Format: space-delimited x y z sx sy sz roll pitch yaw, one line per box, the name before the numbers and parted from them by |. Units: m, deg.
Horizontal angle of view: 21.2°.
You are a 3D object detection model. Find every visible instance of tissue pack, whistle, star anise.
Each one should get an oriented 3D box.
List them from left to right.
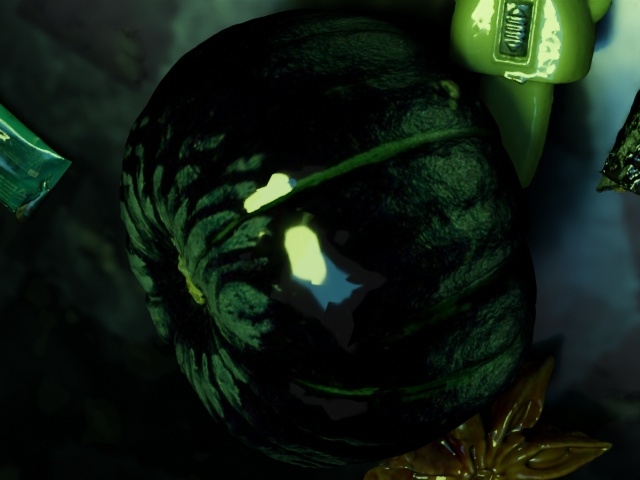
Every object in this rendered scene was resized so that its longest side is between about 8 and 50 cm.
tissue pack | -0.304 -0.087 1.574 0.138 0.028 0.085 40 117 -4
star anise | 0.143 0.187 1.484 0.212 0.111 0.196 10 119 6
whistle | 0.161 -0.181 1.331 0.131 0.106 0.288 10 112 13

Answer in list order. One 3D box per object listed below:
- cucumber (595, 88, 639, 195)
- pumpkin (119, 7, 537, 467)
cucumber | 0.274 -0.109 1.357 0.053 0.053 0.181 26 114 8
pumpkin | 0.000 0.000 1.335 0.363 0.266 0.363 40 142 41
